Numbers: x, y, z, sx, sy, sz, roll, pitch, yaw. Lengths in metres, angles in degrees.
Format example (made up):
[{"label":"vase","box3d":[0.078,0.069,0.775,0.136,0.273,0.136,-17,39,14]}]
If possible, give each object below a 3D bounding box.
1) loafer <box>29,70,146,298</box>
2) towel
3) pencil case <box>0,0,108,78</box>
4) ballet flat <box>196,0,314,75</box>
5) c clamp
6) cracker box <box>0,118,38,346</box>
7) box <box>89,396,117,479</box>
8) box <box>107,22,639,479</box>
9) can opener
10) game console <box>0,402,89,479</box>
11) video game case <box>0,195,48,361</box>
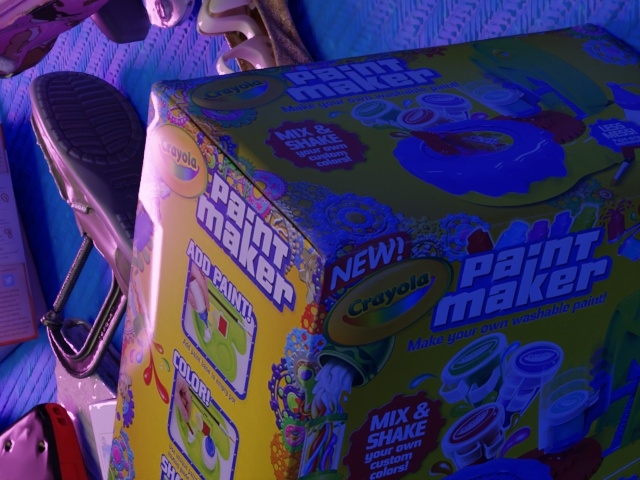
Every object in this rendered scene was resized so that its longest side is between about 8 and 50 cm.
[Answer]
[{"label":"loafer","box3d":[-0.191,-0.044,1.575,0.251,0.094,0.087,60,140,29]},{"label":"towel","box3d":[-0.184,0.217,1.692,0.282,0.049,0.187,41,132,47]},{"label":"pencil case","box3d":[-0.151,-0.245,1.296,0.386,0.160,0.167,-23,78,41]},{"label":"ballet flat","box3d":[-0.051,-0.150,1.333,0.206,0.067,0.073,64,147,24]},{"label":"c clamp","box3d":[-0.217,0.041,1.683,0.137,0.022,0.161,36,109,40]},{"label":"cracker box","box3d":[-0.363,-0.005,1.838,0.155,0.067,0.232,-9,92,56]},{"label":"box","box3d":[-0.075,0.158,1.410,0.203,0.114,0.103,-14,87,54]},{"label":"box","box3d":[0.058,0.054,0.995,0.177,0.290,0.279,45,137,44]},{"label":"can opener","box3d":[-0.172,-0.301,1.460,0.076,0.095,0.283,-14,94,59]},{"label":"game console","box3d":[-0.332,0.387,1.731,0.386,0.060,0.342,-37,53,28]},{"label":"video game case","box3d":[-0.401,-0.005,2.002,0.329,0.036,0.300,-37,67,56]}]
